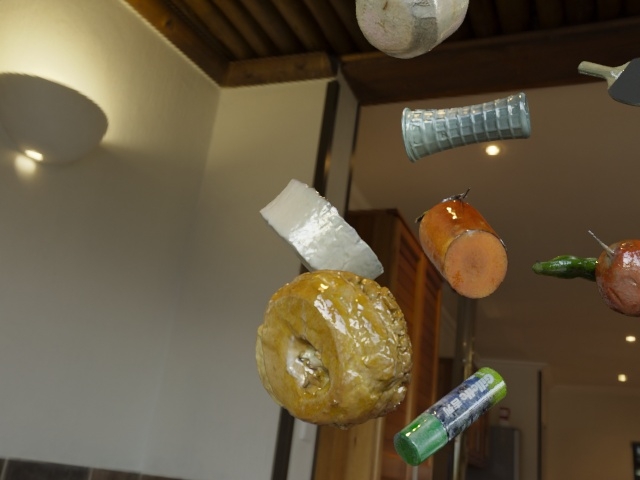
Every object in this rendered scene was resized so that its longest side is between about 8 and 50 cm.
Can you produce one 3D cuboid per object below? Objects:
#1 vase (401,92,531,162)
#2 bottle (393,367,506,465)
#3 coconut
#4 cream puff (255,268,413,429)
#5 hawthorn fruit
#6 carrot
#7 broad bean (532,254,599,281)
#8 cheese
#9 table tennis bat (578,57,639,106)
[{"bbox_3d":[0.363,-0.287,1.600,0.298,0.143,0.143,-7,-25,23],"label":"vase"},{"bbox_3d":[0.323,0.429,1.577,0.330,0.093,0.093,-26,-2,-33],"label":"bottle"},{"bbox_3d":[0.188,-0.490,1.292,0.224,0.234,0.224,30,-27,17],"label":"coconut"},{"bbox_3d":[0.034,0.217,1.300,0.231,0.327,0.343,-11,-26,-43],"label":"cream puff"},{"bbox_3d":[0.606,0.068,1.250,0.149,0.149,0.189,-11,-32,40],"label":"hawthorn fruit"},{"bbox_3d":[0.381,-0.013,1.818,0.193,0.331,0.214,-22,-57,-1],"label":"carrot"},{"bbox_3d":[0.567,0.063,1.363,0.297,0.043,0.060,9,-61,-23],"label":"broad bean"},{"bbox_3d":[-0.001,0.003,1.670,0.332,0.153,0.292,47,-2,33],"label":"cheese"},{"bbox_3d":[0.699,-0.370,1.456,0.246,0.138,0.022,32,-13,45],"label":"table tennis bat"}]
